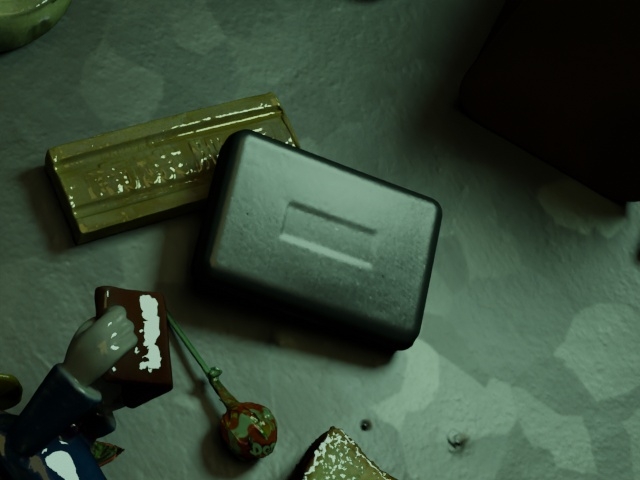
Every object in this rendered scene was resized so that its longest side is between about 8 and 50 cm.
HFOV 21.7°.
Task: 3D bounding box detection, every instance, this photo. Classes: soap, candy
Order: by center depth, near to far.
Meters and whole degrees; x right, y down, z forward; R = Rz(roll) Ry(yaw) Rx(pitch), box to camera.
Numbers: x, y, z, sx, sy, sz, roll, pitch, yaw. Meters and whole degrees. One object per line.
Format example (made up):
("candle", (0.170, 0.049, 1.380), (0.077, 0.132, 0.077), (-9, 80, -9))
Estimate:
("candy", (-0.100, 0.121, 1.516), (0.185, 0.049, 0.055), (54, 29, 16))
("soap", (-0.133, -0.072, 1.593), (0.252, 0.037, 0.092), (-17, 74, -27))

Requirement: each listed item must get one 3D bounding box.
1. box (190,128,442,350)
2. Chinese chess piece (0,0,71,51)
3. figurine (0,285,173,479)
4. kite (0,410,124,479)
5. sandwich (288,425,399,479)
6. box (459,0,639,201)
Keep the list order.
("box", (0.000, 0.000, 1.578), (0.230, 0.050, 0.160), (20, 69, -19))
("Chinese chess piece", (-0.322, -0.270, 1.590), (0.188, 0.083, 0.188), (8, 65, -18))
("figurine", (-0.233, 0.152, 1.346), (0.338, 0.204, 0.283), (24, 88, 2))
("kite", (-0.333, 0.181, 1.404), (0.321, 0.016, 0.234), (21, 59, -11))
("sandwich", (0.053, 0.290, 1.473), (0.214, 0.065, 0.186), (30, 59, -6))
("box", (0.332, -0.245, 1.684), (0.239, 0.339, 0.229), (30, 56, -5))
